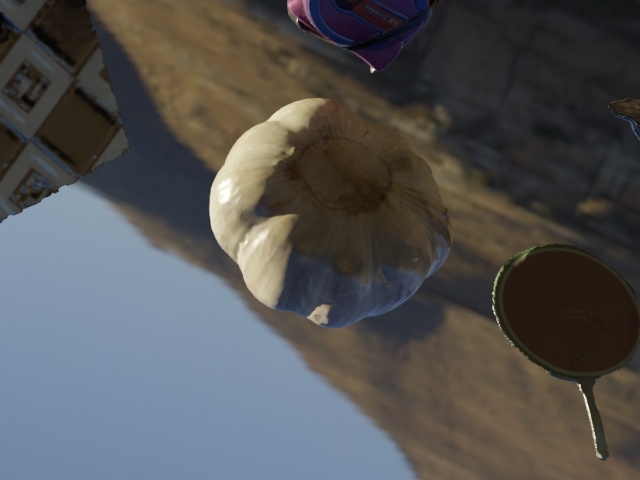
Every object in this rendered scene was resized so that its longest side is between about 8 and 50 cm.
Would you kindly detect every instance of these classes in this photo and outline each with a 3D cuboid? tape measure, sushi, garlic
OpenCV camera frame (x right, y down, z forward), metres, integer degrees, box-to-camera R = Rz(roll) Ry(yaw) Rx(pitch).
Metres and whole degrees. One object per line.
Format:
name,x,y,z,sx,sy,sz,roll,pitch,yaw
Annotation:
tape measure,0.036,-0.211,1.643,0.118,0.125,0.074,29,-141,-28
sushi,-0.300,-0.133,1.384,0.059,0.294,0.292,23,137,50
garlic,0.000,0.000,1.763,0.219,0.218,0.212,24,144,-2

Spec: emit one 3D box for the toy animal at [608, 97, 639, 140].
toy animal,0.265,-0.056,1.315,0.148,0.084,0.232,24,-169,0

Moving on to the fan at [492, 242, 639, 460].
fan,0.135,0.057,1.028,0.085,0.133,0.005,1,145,-16
